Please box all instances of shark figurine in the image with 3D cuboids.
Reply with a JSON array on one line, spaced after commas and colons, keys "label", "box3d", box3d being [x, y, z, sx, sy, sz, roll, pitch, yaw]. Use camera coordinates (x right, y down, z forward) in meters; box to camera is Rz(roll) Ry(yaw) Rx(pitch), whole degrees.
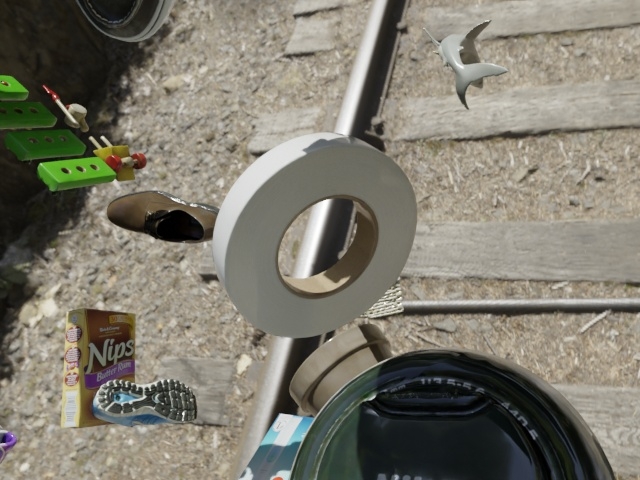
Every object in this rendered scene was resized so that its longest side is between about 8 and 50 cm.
[{"label": "shark figurine", "box3d": [0.268, -0.348, 1.053, 0.116, 0.166, 0.278, -35, 7, 23]}]

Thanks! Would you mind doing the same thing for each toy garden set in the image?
[{"label": "toy garden set", "box3d": [-0.408, -0.159, 0.895, 0.244, 0.203, 0.049, 42, 115, 10]}]

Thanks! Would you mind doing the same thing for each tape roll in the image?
[{"label": "tape roll", "box3d": [0.000, 0.000, 1.056, 0.392, 0.392, 0.072, -40, 39, -5]}]

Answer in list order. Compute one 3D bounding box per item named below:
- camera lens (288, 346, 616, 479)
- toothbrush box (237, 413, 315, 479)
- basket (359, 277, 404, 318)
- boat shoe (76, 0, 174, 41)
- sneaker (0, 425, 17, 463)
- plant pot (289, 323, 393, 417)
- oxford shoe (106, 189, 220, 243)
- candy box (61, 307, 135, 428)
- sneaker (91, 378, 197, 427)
[{"label": "camera lens", "box3d": [0.114, 0.226, 0.449, 0.219, 0.274, 0.220, -15, 51, 18]}, {"label": "toothbrush box", "box3d": [-0.047, 0.515, 1.193, 0.216, 0.126, 0.295, -3, 31, 31]}, {"label": "basket", "box3d": [0.143, 0.150, 1.556, 0.113, 0.167, 0.103, -10, 85, -13]}, {"label": "boat shoe", "box3d": [-0.181, -0.307, 0.459, 0.121, 0.335, 0.119, 7, 44, -2]}, {"label": "sneaker", "box3d": [-0.505, 0.373, 0.862, 0.161, 0.282, 0.102, -31, 34, -19]}, {"label": "plant pot", "box3d": [0.119, 0.441, 1.626, 0.323, 0.323, 0.280, -38, 58, -3]}, {"label": "oxford shoe", "box3d": [-0.286, -0.041, 1.030, 0.227, 0.096, 0.083, 6, 104, 14]}, {"label": "candy box", "box3d": [-0.365, 0.211, 0.967, 0.053, 0.109, 0.187, -14, 73, 29]}, {"label": "sneaker", "box3d": [-0.260, 0.245, 0.867, 0.073, 0.162, 0.063, -42, 43, 38]}]
